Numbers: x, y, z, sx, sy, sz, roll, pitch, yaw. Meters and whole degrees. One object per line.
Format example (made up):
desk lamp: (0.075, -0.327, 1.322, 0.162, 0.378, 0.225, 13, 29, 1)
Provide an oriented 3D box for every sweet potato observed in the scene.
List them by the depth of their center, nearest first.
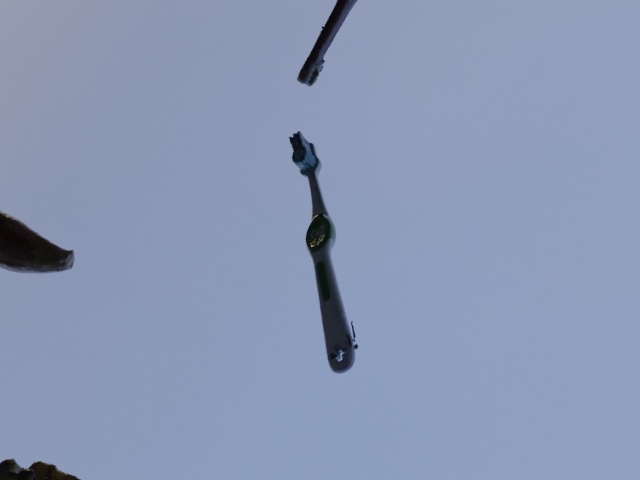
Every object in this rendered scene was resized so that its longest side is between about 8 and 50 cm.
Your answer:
sweet potato: (-0.369, -0.021, 1.110, 0.255, 0.058, 0.078, 34, -95, 33)

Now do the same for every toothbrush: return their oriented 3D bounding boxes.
toothbrush: (0.063, -0.304, 1.000, 0.364, 0.041, 0.041, -58, -153, 29)
toothbrush: (0.003, 0.003, 1.235, 0.042, 0.040, 0.418, -30, -139, 17)

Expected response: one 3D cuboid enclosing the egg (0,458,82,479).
egg: (-0.339, 0.416, 1.225, 0.264, 0.174, 0.286, -39, -105, 0)
